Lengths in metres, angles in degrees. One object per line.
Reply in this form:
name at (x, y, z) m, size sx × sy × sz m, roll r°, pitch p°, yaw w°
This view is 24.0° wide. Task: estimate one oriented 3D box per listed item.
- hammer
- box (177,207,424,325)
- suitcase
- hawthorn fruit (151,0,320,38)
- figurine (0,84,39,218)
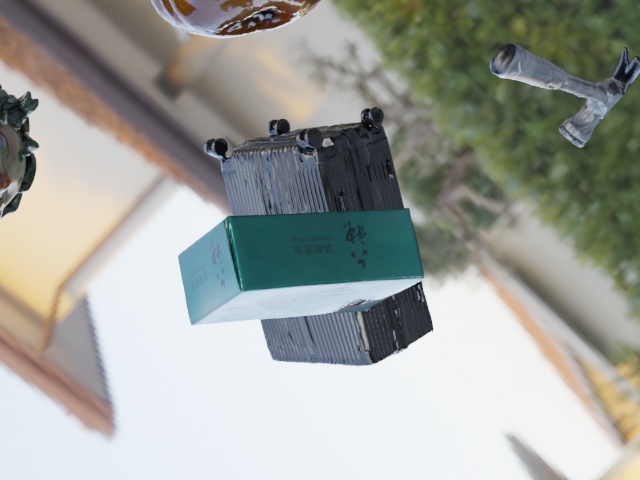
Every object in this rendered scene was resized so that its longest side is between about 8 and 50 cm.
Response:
hammer at (0.307, -0.198, 1.937) m, size 0.044 × 0.152 × 0.427 m, roll 47°, pitch -159°, yaw 21°
box at (-0.024, 0.030, 1.756) m, size 0.245 × 0.153 × 0.092 m, roll -4°, pitch -105°, yaw -28°
suitcase at (0.000, 0.000, 2.063) m, size 0.230 × 0.152 × 0.335 m, roll -1°, pitch 106°, yaw 49°
hawthorn fruit at (-0.100, -0.371, 1.841) m, size 0.258 × 0.262 × 0.258 m, roll 29°, pitch 144°, yaw 24°
figurine at (-0.435, -0.068, 1.718) m, size 0.186 × 0.261 × 0.382 m, roll 24°, pitch -156°, yaw -1°
